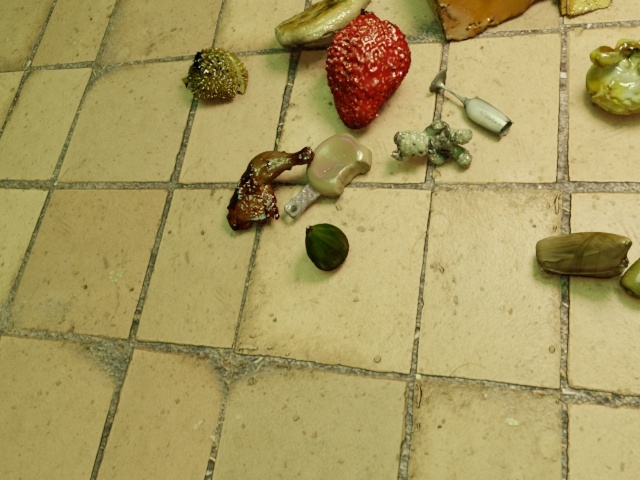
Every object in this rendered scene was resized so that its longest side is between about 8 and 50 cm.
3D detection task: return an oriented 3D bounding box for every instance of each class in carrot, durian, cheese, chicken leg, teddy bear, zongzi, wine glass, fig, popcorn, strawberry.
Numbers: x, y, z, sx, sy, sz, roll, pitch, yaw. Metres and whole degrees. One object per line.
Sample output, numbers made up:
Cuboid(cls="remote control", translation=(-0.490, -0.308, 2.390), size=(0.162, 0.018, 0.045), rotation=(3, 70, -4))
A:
Cuboid(cls="carrot", translation=(0.807, -0.006, 1.249), size=(0.358, 0.074, 0.074), rotation=(-42, 62, -4))
Cuboid(cls="durian", translation=(-0.358, -0.545, 1.813), size=(0.237, 0.138, 0.194), rotation=(-2, 67, 18))
Cuboid(cls="cheese", translation=(0.012, -0.171, 1.570), size=(0.163, 0.082, 0.286), rotation=(40, 87, 30))
Cuboid(cls="chicken leg", translation=(-0.154, -0.154, 1.584), size=(0.177, 0.083, 0.323), rotation=(35, 98, 25))
Cuboid(cls="teddy bear", translation=(0.296, -0.266, 1.493), size=(0.212, 0.133, 0.111), rotation=(3, 42, 10))
Cuboid(cls="zongzi", translation=(0.575, 0.022, 1.239), size=(0.194, 0.197, 0.099), rotation=(1, 77, 21))
Cuboid(cls="wine glass", translation=(0.411, -0.367, 1.533), size=(0.074, 0.074, 0.262), rotation=(-43, 62, -4))
Cuboid(cls="fig", translation=(0.000, 0.000, 1.446), size=(0.117, 0.177, 0.117), rotation=(-19, 51, 26))
Cuboid(cls="popcorn", translation=(0.744, -0.407, 1.377), size=(0.198, 0.212, 0.198), rotation=(-34, 34, 26))
Cuboid(cls="strawberry", translation=(0.115, -0.474, 1.569), size=(0.261, 0.261, 0.258), rotation=(35, 73, 27))

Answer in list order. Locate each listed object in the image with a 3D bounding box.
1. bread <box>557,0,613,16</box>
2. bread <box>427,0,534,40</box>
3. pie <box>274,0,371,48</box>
Cuboid(cls="bread", translation=(0.721, -0.705, 1.538), size=(0.147, 0.152, 0.127), rotation=(-11, 73, 11))
Cuboid(cls="bread", translation=(0.438, -0.763, 1.589), size=(0.315, 0.279, 0.249), rotation=(-27, 54, 18))
Cuboid(cls="pie", translation=(0.011, -0.684, 1.722), size=(0.337, 0.075, 0.338), rotation=(-22, 29, 13))
